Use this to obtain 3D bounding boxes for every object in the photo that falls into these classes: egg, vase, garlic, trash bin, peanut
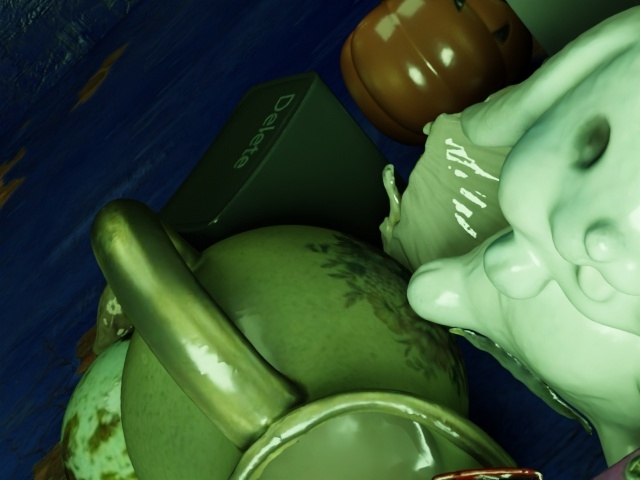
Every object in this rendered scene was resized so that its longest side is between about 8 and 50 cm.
[{"bbox_3d":[-0.119,0.147,0.979,0.231,0.169,0.169,-42,23,-18],"label":"egg"},{"bbox_3d":[-0.029,0.100,0.721,0.241,0.329,0.302,-41,25,1],"label":"vase"},{"bbox_3d":[0.147,-0.010,0.825,0.229,0.178,0.143,-50,50,39],"label":"garlic"},{"bbox_3d":[0.000,0.000,0.945,0.115,0.225,0.165,-3,48,55],"label":"trash bin"},{"bbox_3d":[-0.193,0.045,1.340,0.228,0.085,0.104,-51,36,-7],"label":"peanut"}]

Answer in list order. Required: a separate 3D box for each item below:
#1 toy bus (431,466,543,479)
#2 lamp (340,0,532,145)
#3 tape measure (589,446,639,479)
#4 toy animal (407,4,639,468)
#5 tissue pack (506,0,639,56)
[{"bbox_3d":[0.088,0.231,0.534,0.096,0.073,0.235,96,174,-63],"label":"toy bus"},{"bbox_3d":[0.119,-0.176,1.108,0.187,0.164,0.187,-38,2,2],"label":"lamp"},{"bbox_3d":[0.229,0.152,0.461,0.245,0.149,0.231,-40,24,12],"label":"tape measure"},{"bbox_3d":[0.186,0.008,0.609,0.174,0.249,0.289,-46,6,-21],"label":"toy animal"},{"bbox_3d":[0.238,-0.273,0.970,0.136,0.246,0.159,-12,41,48],"label":"tissue pack"}]
